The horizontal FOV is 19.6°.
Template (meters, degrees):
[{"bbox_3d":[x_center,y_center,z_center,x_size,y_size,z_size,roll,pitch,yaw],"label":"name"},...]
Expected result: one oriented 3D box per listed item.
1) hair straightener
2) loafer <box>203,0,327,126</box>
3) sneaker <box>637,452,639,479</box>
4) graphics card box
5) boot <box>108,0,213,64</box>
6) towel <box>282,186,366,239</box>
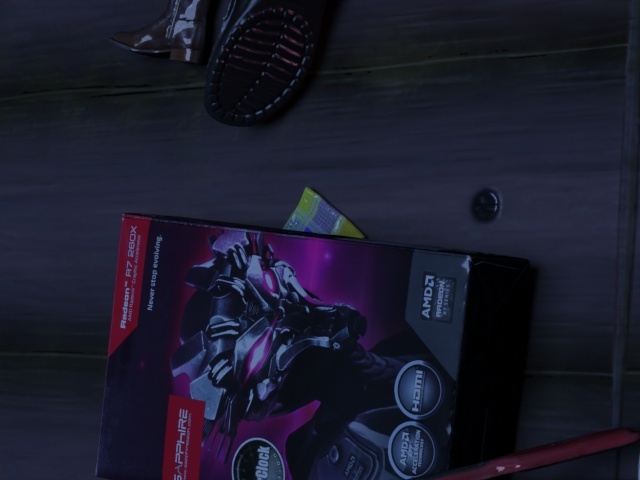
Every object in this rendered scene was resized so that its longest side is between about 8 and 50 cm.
[{"bbox_3d":[0.126,0.200,1.329,0.230,0.047,0.089,-13,93,-5],"label":"hair straightener"},{"bbox_3d":[-0.037,-0.200,1.588,0.220,0.080,0.078,-63,20,13],"label":"loafer"},{"bbox_3d":[0.251,0.138,1.291,0.071,0.083,0.191,-18,71,36],"label":"sneaker"},{"bbox_3d":[-0.017,0.108,1.493,0.371,0.094,0.233,8,91,38],"label":"graphics card box"},{"bbox_3d":[-0.136,-0.222,1.682,0.106,0.037,0.114,13,94,26],"label":"boot"},{"bbox_3d":[0.000,0.000,1.556,0.083,0.009,0.060,45,110,34],"label":"towel"}]
